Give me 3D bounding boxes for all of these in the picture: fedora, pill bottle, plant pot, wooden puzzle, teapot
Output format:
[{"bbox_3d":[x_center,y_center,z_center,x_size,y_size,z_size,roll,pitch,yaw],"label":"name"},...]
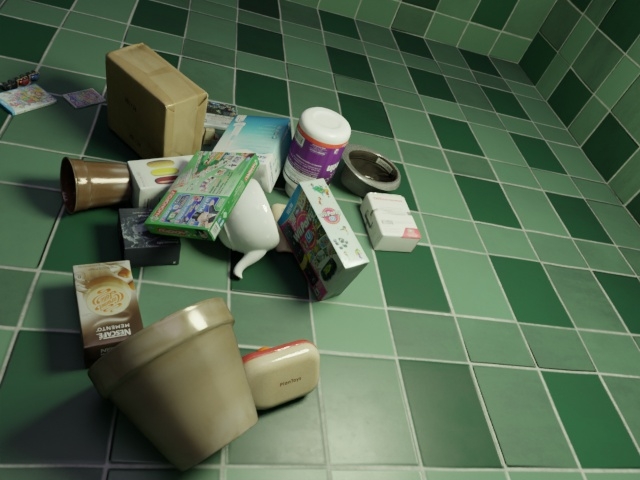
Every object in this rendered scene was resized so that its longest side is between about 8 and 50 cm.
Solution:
[{"bbox_3d":[0.175,-0.255,1.991,0.276,0.124,0.243,5,47,-31],"label":"fedora"},{"bbox_3d":[-0.025,-0.292,1.795,0.182,0.322,0.181,12,44,-12],"label":"pill bottle"},{"bbox_3d":[-0.289,0.326,1.110,0.323,0.323,0.280,-23,76,-39],"label":"plant pot"},{"bbox_3d":[-0.043,-0.039,1.740,0.239,0.044,0.220,5,46,-19],"label":"wooden puzzle"},{"bbox_3d":[-0.667,-0.167,1.520,0.165,0.167,0.167,-7,50,-39],"label":"plant pot"},{"bbox_3d":[-0.250,-0.063,1.555,0.187,0.252,0.256,-20,36,-10],"label":"teapot"}]

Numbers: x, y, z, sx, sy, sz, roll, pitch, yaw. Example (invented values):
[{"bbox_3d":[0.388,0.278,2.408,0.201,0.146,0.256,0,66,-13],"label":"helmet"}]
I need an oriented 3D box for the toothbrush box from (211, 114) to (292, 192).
[{"bbox_3d":[-0.242,-0.315,1.811,0.217,0.126,0.295,6,44,11],"label":"toothbrush box"}]

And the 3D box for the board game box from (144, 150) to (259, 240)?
[{"bbox_3d":[-0.334,-0.140,1.465,0.214,0.046,0.317,6,51,23],"label":"board game box"}]

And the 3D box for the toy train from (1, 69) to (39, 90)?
[{"bbox_3d":[-1.077,-0.578,1.839,0.036,0.027,0.158,31,43,2],"label":"toy train"}]

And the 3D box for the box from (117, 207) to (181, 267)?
[{"bbox_3d":[-0.498,-0.010,1.477,0.156,0.093,0.158,-4,50,-27],"label":"box"}]

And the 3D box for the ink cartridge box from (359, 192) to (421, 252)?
[{"bbox_3d":[0.251,-0.067,1.862,0.159,0.092,0.217,4,48,-20],"label":"ink cartridge box"}]

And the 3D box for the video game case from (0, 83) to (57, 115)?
[{"bbox_3d":[-1.037,-0.496,1.783,0.119,0.015,0.166,37,44,13],"label":"video game case"}]

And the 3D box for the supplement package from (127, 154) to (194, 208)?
[{"bbox_3d":[-0.475,-0.172,1.617,0.244,0.133,0.139,-13,53,-33],"label":"supplement package"}]

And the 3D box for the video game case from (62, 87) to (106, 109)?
[{"bbox_3d":[-0.876,-0.527,1.887,0.087,0.011,0.122,40,45,17],"label":"video game case"}]

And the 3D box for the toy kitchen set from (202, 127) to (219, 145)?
[{"bbox_3d":[-0.412,-0.412,1.927,0.068,0.075,0.083,0,52,-26],"label":"toy kitchen set"}]

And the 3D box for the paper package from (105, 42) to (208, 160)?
[{"bbox_3d":[-0.559,-0.436,1.715,0.325,0.309,0.168,39,47,17],"label":"paper package"}]

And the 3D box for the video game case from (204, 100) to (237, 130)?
[{"bbox_3d":[-0.430,-0.507,2.057,0.191,0.022,0.173,5,46,-18],"label":"video game case"}]

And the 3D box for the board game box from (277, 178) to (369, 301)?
[{"bbox_3d":[0.000,0.000,1.550,0.098,0.224,0.303,-14,65,-32],"label":"board game box"}]

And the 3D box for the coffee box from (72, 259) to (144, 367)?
[{"bbox_3d":[-0.529,0.177,1.270,0.141,0.098,0.246,-7,50,-28],"label":"coffee box"}]

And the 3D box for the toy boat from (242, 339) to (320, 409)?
[{"bbox_3d":[-0.123,0.324,1.297,0.231,0.150,0.151,-10,22,-32],"label":"toy boat"}]
